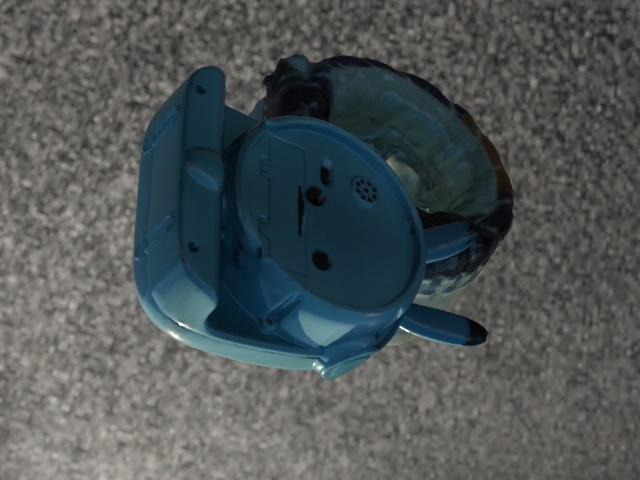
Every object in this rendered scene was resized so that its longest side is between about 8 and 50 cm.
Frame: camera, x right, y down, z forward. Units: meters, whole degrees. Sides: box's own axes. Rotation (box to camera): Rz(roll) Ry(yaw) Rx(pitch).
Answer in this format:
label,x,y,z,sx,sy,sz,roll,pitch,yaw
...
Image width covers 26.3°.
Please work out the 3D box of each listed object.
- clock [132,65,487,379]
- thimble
label,x,y,z,sx,sy,sz,roll,pitch,yaw
clock,-0.001,0.000,0.538,0.147,0.108,0.045,19,142,-28
thimble,0.034,-0.039,1.137,0.237,0.237,0.150,25,127,-16
